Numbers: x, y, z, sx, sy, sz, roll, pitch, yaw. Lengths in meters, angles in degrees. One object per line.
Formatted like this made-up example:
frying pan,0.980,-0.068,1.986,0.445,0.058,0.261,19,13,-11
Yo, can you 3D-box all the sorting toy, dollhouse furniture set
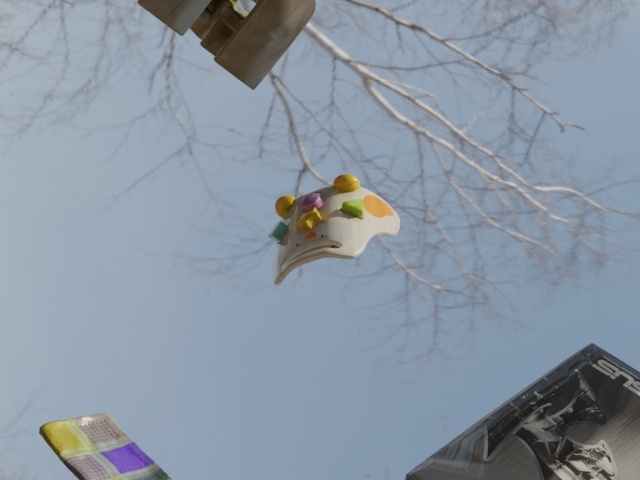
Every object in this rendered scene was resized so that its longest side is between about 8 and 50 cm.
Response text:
sorting toy,0.000,0.000,0.543,0.083,0.075,0.045,-20,-67,16
dollhouse furniture set,-0.115,-0.279,0.741,0.161,0.242,0.212,-50,-144,9

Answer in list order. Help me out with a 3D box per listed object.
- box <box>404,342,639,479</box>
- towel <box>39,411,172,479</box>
box,0.186,0.170,0.504,0.231,0.183,0.056,35,-46,36
towel,-0.142,0.142,0.608,0.083,0.060,0.009,35,-70,36
